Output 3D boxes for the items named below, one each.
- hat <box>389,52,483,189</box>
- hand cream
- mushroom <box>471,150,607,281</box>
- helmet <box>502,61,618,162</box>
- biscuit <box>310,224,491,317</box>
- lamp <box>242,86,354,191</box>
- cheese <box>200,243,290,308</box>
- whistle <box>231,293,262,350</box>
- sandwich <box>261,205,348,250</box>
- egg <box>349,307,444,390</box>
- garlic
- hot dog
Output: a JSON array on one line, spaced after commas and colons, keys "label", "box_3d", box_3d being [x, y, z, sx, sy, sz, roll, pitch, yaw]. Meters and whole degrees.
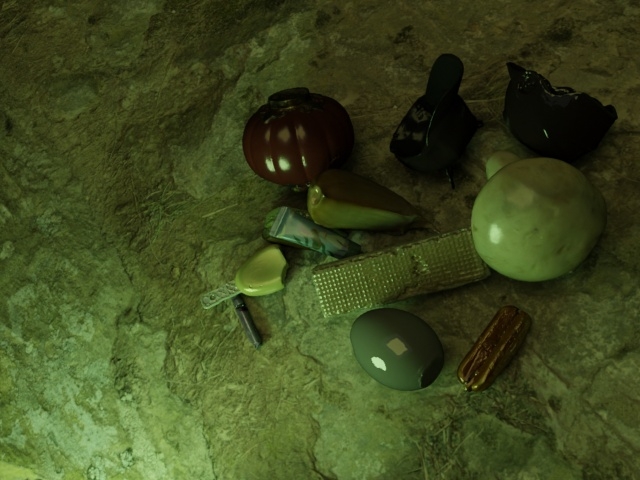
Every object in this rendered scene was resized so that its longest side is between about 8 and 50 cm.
[{"label": "hat", "box_3d": [0.329, -0.286, 1.887, 0.209, 0.336, 0.238, 19, 51, -11]}, {"label": "hand cream", "box_3d": [0.000, 0.000, 1.931, 0.256, 0.055, 0.088, 24, 80, -1]}, {"label": "mushroom", "box_3d": [0.467, -0.078, 1.734, 0.314, 0.314, 0.336, -30, 34, 7]}, {"label": "helmet", "box_3d": [0.549, -0.298, 1.829, 0.305, 0.225, 0.177, 37, 113, 39]}, {"label": "biscuit", "box_3d": [0.194, 0.078, 1.843, 0.426, 0.078, 0.144, -16, 92, 16]}, {"label": "lamp", "box_3d": [-0.059, -0.268, 2.013, 0.303, 0.257, 0.303, -11, 25, 5]}, {"label": "cheese", "box_3d": [-0.197, 0.112, 2.002, 0.255, 0.050, 0.127, -28, 66, -3]}, {"label": "whistle", "box_3d": [-0.194, 0.210, 1.987, 0.033, 0.033, 0.176, -32, 60, 5]}, {"label": "sandwich", "box_3d": [-0.060, -0.029, 2.011, 0.258, 0.096, 0.094, 10, 77, 28]}, {"label": "egg", "box_3d": [0.170, 0.245, 1.744, 0.232, 0.176, 0.176, 28, 80, 29]}, {"label": "garlic", "box_3d": [0.122, -0.070, 1.905, 0.339, 0.196, 0.151, 18, 102, -14]}, {"label": "hot dog", "box_3d": [0.391, 0.252, 1.720, 0.092, 0.062, 0.235, 36, 81, 30]}]
